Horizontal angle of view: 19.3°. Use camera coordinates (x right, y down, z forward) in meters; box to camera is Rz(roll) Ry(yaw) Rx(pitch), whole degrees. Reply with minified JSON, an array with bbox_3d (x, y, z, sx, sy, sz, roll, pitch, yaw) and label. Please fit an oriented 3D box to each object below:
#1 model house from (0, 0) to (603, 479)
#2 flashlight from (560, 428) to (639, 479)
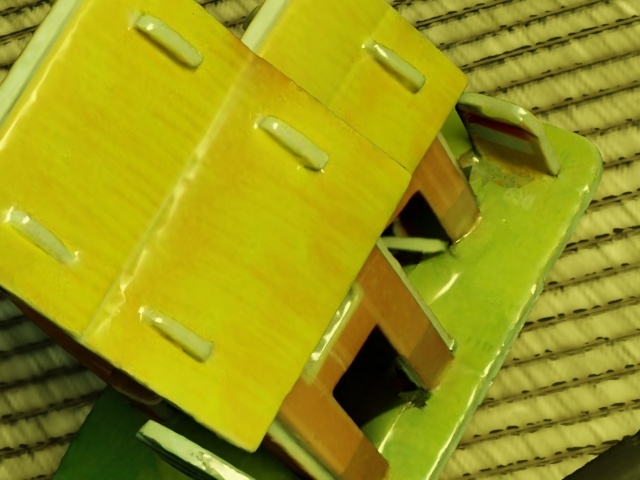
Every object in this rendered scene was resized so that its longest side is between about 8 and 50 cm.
[{"bbox_3d":[0.000,0.000,0.853,0.340,0.323,0.300,22,74,32],"label":"model house"},{"bbox_3d":[0.160,0.124,0.890,0.232,0.093,0.093,-35,59,6],"label":"flashlight"}]
